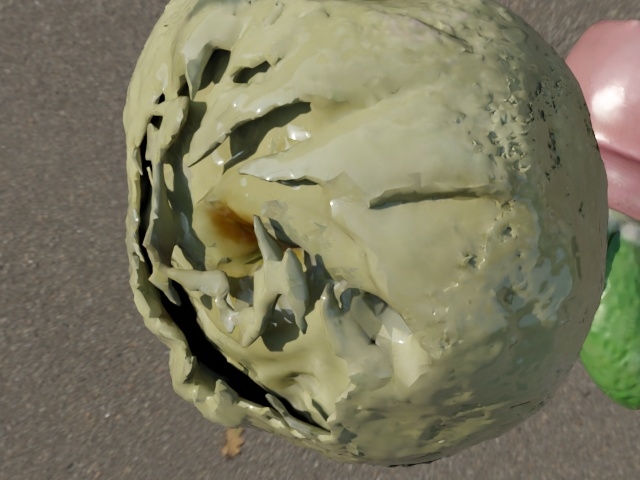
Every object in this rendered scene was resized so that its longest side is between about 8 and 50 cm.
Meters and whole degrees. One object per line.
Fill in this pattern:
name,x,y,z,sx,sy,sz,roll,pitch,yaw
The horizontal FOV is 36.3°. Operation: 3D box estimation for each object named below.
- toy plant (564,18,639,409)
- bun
toy plant,0.260,-0.037,0.964,0.317,0.210,0.356,22,100,-20
bun,0.000,0.000,0.453,0.259,0.152,0.259,15,117,30
